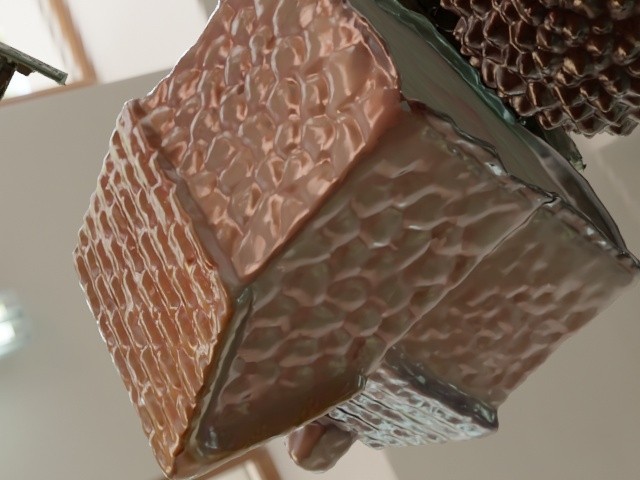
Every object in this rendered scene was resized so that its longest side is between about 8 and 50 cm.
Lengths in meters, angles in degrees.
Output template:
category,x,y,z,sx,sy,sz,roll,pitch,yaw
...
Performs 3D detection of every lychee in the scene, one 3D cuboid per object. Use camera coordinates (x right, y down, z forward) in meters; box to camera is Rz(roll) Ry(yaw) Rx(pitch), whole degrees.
category,x,y,z,sx,sy,sz,roll,pitch,yaw
lychee,0.262,-0.252,1.506,0.306,0.306,0.330,16,-85,40

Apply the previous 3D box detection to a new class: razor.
category,x,y,z,sx,sy,sz,roll,pitch,yaw
razor,-0.257,-0.053,1.187,0.084,0.211,0.036,25,-28,-1

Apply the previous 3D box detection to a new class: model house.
category,x,y,z,sx,sy,sz,roll,pitch,yaw
model house,0.000,0.000,0.934,0.237,0.237,0.202,-46,-132,13

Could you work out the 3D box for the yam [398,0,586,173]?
category,x,y,z,sx,sy,sz,roll,pitch,yaw
yam,0.101,-0.161,1.679,0.241,0.241,0.348,-39,-109,44
